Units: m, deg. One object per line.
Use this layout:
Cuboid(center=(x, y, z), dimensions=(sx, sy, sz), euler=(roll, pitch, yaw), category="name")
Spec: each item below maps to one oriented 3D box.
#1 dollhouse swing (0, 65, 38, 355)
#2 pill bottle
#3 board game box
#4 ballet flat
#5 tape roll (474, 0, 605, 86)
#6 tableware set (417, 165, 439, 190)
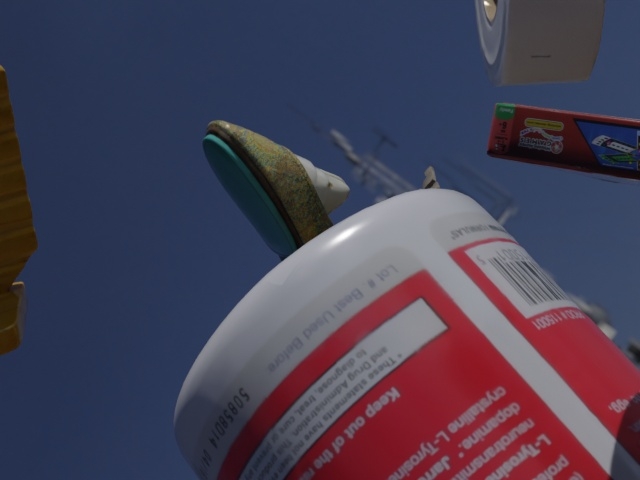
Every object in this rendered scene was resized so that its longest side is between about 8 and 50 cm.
Cuboid(center=(-0.395, -0.005, 1.402), dimensions=(0.315, 0.305, 0.346), euler=(-17, -65, -25), category="dollhouse swing")
Cuboid(center=(0.123, 0.184, 0.778), dimensions=(0.229, 0.407, 0.229), euler=(-34, -23, -17), category="pill bottle")
Cuboid(center=(0.227, -0.021, 0.608), dimensions=(0.145, 0.281, 0.027), euler=(3, -83, -58), category="board game box")
Cuboid(center=(0.000, 0.000, 1.537), dimensions=(0.123, 0.123, 0.348), euler=(-41, -68, -27), category="ballet flat")
Cuboid(center=(0.227, -0.305, 1.554), dimensions=(0.100, 0.286, 0.286), euler=(-3, -34, -2), category="tape roll")
Cuboid(center=(0.078, 0.004, 1.317), dimensions=(0.128, 0.039, 0.194), euler=(-50, 6, 11), category="tableware set")
